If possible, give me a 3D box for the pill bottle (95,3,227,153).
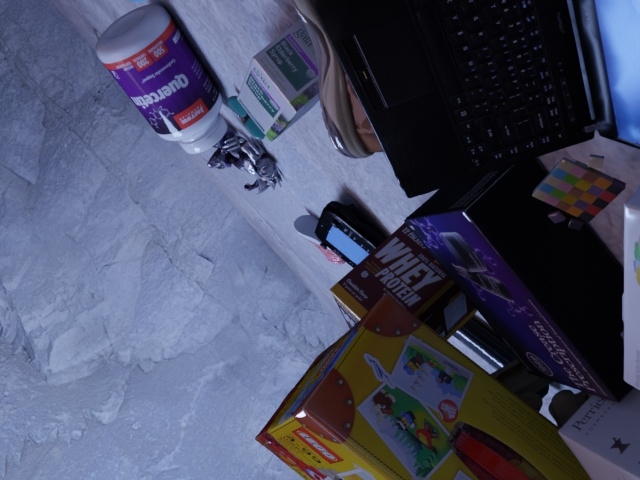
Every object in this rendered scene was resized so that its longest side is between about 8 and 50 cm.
[{"bbox_3d":[-0.348,-0.357,1.488,0.181,0.181,0.323,37,165,49],"label":"pill bottle"}]

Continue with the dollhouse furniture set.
[{"bbox_3d":[0.312,0.179,0.889,0.123,0.144,0.151,61,179,-34],"label":"dollhouse furniture set"}]

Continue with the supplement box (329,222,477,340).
[{"bbox_3d":[0.145,0.101,1.081,0.129,0.191,0.194,42,167,32],"label":"supplement box"}]

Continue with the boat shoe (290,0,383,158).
[{"bbox_3d":[0.048,-0.220,0.593,0.116,0.123,0.324,4,137,25],"label":"boat shoe"}]

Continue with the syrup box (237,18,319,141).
[{"bbox_3d":[-0.052,-0.229,0.965,0.093,0.096,0.237,50,171,-7],"label":"syrup box"}]

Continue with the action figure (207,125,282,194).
[{"bbox_3d":[-0.202,-0.208,1.679,0.285,0.099,0.185,32,152,47],"label":"action figure"}]

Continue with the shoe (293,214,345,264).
[{"bbox_3d":[0.000,0.000,1.676,0.178,0.063,0.081,32,156,45],"label":"shoe"}]

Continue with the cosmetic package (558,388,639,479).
[{"bbox_3d":[0.382,0.225,0.658,0.151,0.151,0.183,52,168,-18],"label":"cosmetic package"}]

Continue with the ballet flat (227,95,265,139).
[{"bbox_3d":[-0.158,-0.273,1.433,0.114,0.041,0.041,51,170,-10],"label":"ballet flat"}]

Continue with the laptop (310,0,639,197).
[{"bbox_3d":[0.148,-0.110,0.439,0.137,0.264,0.234,-88,-26,-46],"label":"laptop"}]

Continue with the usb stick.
[{"bbox_3d":[0.295,0.188,1.186,0.278,0.045,0.077,39,165,43],"label":"usb stick"}]

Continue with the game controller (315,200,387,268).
[{"bbox_3d":[0.066,0.003,1.413,0.166,0.067,0.319,48,170,5],"label":"game controller"}]

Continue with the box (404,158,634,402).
[{"bbox_3d":[0.237,0.041,0.740,0.261,0.103,0.184,50,172,-6],"label":"box"}]

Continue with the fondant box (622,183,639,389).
[{"bbox_3d":[0.347,0.084,0.363,0.330,0.096,0.238,31,161,39],"label":"fondant box"}]

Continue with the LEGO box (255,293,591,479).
[{"bbox_3d":[0.183,0.346,0.929,0.500,0.193,0.372,38,154,2],"label":"LEGO box"}]

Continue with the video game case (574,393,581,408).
[{"bbox_3d":[0.508,0.353,0.964,0.274,0.026,0.196,51,170,-8],"label":"video game case"}]

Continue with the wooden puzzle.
[{"bbox_3d":[0.193,-0.038,0.491,0.049,0.006,0.083,26,150,3],"label":"wooden puzzle"}]
